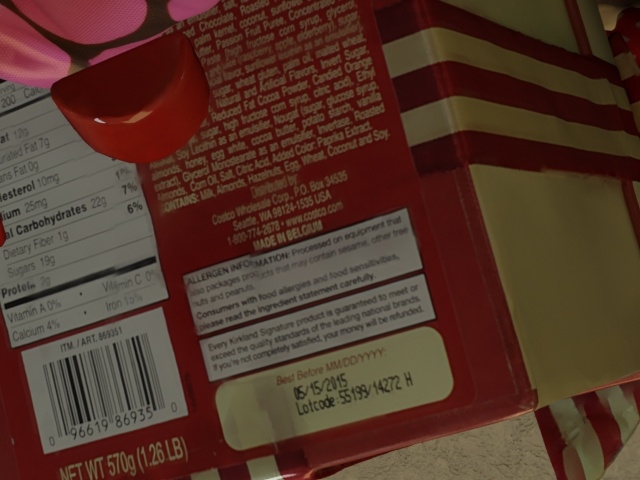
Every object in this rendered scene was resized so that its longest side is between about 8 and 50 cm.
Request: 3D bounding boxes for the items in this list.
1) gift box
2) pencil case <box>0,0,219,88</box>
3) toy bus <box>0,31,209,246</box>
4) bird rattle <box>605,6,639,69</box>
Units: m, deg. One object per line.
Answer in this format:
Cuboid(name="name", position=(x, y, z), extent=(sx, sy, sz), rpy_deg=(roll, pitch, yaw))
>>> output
Cuboid(name="gift box", position=(0.000, 0.000, 0.598), extent=(0.255, 0.276, 0.258), rpy_deg=(-14, 176, 27))
Cuboid(name="pencil case", position=(-0.053, -0.106, 0.375), extent=(0.098, 0.095, 0.209), rpy_deg=(-5, 170, -32))
Cuboid(name="toy bus", position=(-0.142, -0.050, 0.341), extent=(0.202, 0.104, 0.191), rpy_deg=(-33, 159, 27))
Cuboid(name="bird rattle", position=(0.289, -0.124, 0.835), extent=(0.207, 0.143, 0.253), rpy_deg=(-30, -178, -23))
